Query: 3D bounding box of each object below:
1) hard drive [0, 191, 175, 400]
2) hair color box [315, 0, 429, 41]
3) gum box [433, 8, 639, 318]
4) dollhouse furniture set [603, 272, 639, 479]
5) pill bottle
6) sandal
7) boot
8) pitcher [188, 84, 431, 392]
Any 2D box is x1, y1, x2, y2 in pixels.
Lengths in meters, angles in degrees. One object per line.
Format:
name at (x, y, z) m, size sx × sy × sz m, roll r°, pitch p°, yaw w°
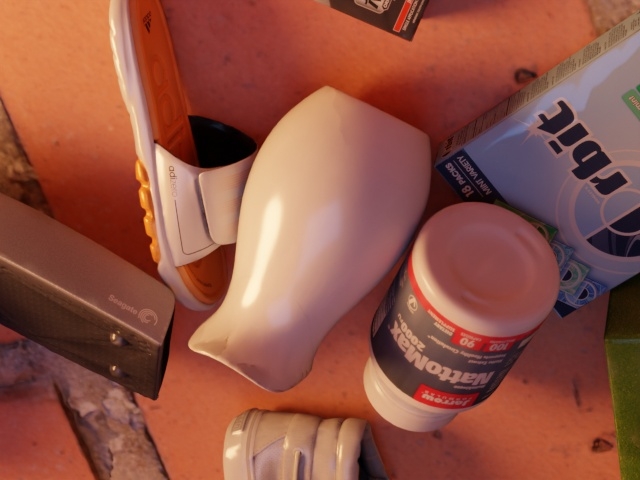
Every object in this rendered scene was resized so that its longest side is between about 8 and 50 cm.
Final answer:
hard drive at (-0.224, 0.025, 1.353) m, size 0.254 × 0.054 × 0.172 m, roll 27°, pitch 159°, yaw 4°
hair color box at (0.013, -0.200, 1.240) m, size 0.141 × 0.043 × 0.072 m, roll 23°, pitch 121°, yaw -1°
gum box at (0.201, -0.052, 1.286) m, size 0.184 × 0.041 × 0.157 m, roll -33°, pitch 108°, yaw 26°
dollhouse furniture set at (0.295, 0.157, 1.233) m, size 0.197 × 0.301 × 0.151 m, roll -2°, pitch 121°, yaw 14°
pill bottle at (0.095, 0.064, 1.312) m, size 0.108 × 0.108 × 0.180 m, roll 22°, pitch 143°, yaw -2°
sandal at (-0.088, -0.068, 1.299) m, size 0.076 × 0.102 × 0.265 m, roll -4°, pitch 116°, yaw 16°
boot at (0.001, 0.256, 1.463) m, size 0.123 × 0.095 × 0.258 m, roll 1°, pitch 118°, yaw 18°
pitcher at (0.000, 0.000, 1.306) m, size 0.125 × 0.178 × 0.207 m, roll 27°, pitch 94°, yaw 10°
